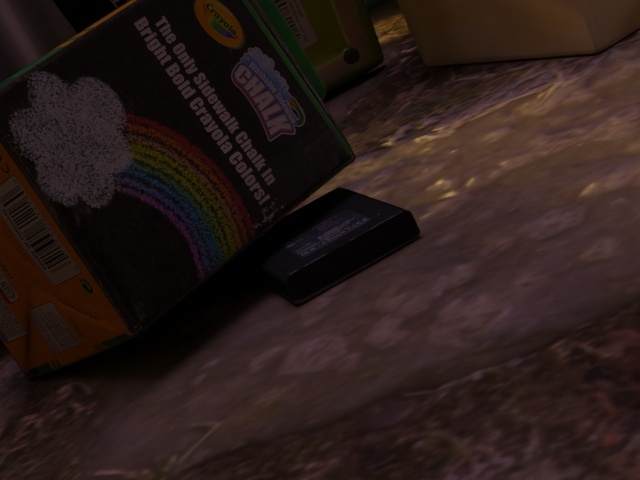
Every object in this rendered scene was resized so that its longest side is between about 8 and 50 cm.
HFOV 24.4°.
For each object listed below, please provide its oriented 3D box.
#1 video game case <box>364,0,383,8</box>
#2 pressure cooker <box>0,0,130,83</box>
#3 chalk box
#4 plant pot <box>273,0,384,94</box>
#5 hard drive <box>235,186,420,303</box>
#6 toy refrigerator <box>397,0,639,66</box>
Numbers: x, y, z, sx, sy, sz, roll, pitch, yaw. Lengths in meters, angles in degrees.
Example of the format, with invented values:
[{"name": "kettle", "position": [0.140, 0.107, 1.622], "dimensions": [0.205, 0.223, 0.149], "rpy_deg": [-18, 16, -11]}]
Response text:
[{"name": "video game case", "position": [0.012, -0.398, 1.817], "dimensions": [0.244, 0.270, 0.061], "rpy_deg": [-26, 42, -4]}, {"name": "pressure cooker", "position": [-0.336, -0.148, 1.230], "dimensions": [0.369, 0.420, 0.375], "rpy_deg": [-17, 15, 48]}, {"name": "chalk box", "position": [-0.117, -0.067, 1.036], "dimensions": [0.289, 0.180, 0.179], "rpy_deg": [-40, 11, -36]}, {"name": "plant pot", "position": [-0.074, -0.237, 1.519], "dimensions": [0.227, 0.228, 0.207], "rpy_deg": [-28, 22, -11]}, {"name": "hard drive", "position": [0.000, 0.000, 0.993], "dimensions": [0.094, 0.022, 0.135], "rpy_deg": [-29, 16, -12]}, {"name": "toy refrigerator", "position": [0.179, -0.219, 1.290], "dimensions": [0.102, 0.094, 0.269], "rpy_deg": [-31, 17, -21]}]
